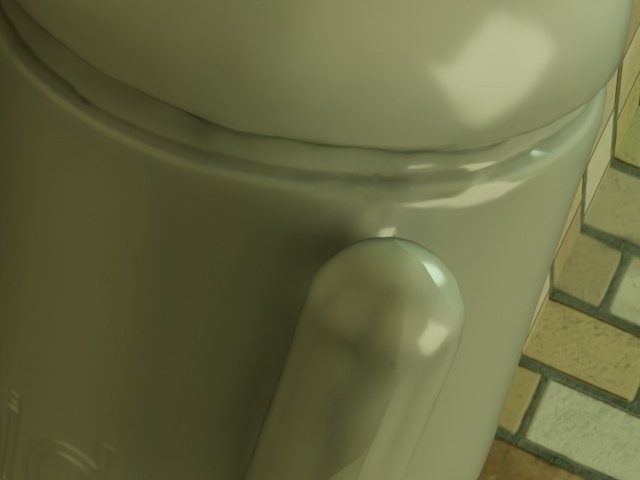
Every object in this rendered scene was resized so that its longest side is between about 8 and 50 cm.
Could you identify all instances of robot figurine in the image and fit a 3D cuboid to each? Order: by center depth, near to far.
[{"bbox_3d":[-0.017,-0.027,0.617,0.300,0.199,0.353,-113,-151,-48],"label":"robot figurine"}]
